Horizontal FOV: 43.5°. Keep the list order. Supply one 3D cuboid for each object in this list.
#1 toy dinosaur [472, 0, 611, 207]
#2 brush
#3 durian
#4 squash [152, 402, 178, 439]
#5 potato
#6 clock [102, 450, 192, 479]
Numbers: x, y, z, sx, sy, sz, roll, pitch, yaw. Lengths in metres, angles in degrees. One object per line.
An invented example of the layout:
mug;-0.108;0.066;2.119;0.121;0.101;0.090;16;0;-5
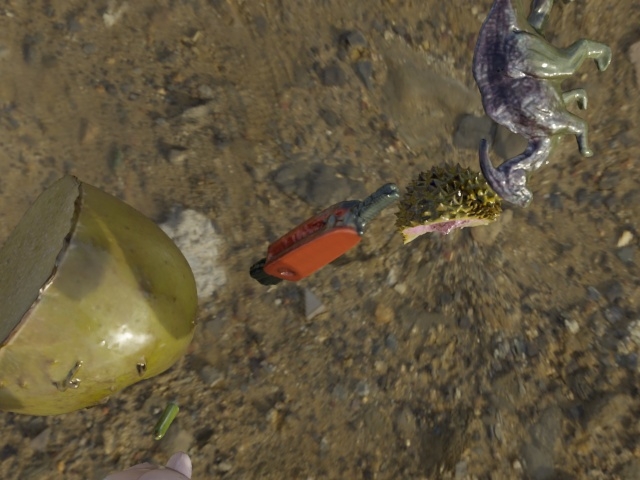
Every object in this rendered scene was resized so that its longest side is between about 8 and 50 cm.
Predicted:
toy dinosaur;0.256;-0.188;0.946;0.162;0.077;0.294;-11;95;-20
brush;0.000;0.001;1.153;0.070;0.051;0.323;26;141;-26
durian;0.223;-0.062;1.489;0.165;0.182;0.132;-52;124;-14
squash;-0.322;0.375;1.654;0.028;0.083;0.027;13;132;15
potato;-0.378;0.126;1.337;0.319;0.442;0.385;30;80;-26
clock;-0.282;0.530;1.292;0.251;0.376;0.368;26;97;-3
